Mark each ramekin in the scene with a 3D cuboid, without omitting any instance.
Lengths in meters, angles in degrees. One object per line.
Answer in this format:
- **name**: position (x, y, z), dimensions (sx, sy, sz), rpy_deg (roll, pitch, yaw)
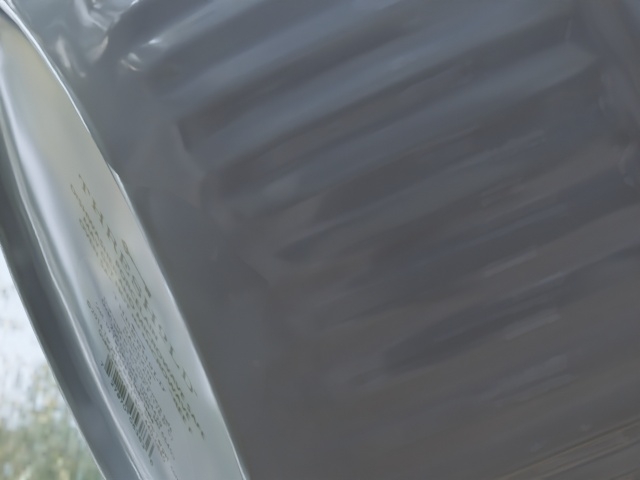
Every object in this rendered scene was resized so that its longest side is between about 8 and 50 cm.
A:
- **ramekin**: position (0.000, 0.000, 0.400), dimensions (0.109, 0.207, 0.207), rpy_deg (-25, -48, -18)
